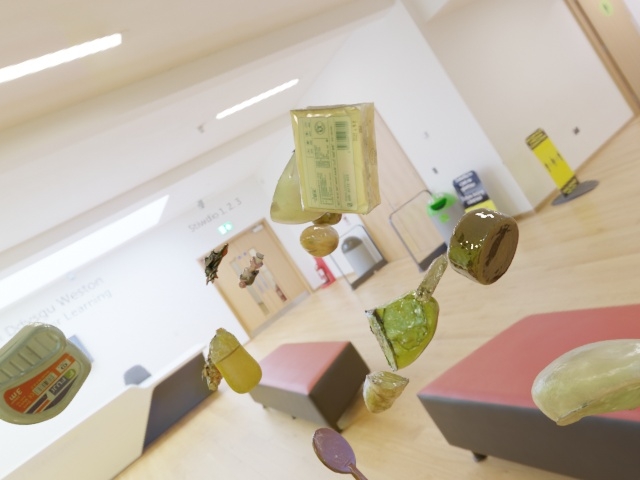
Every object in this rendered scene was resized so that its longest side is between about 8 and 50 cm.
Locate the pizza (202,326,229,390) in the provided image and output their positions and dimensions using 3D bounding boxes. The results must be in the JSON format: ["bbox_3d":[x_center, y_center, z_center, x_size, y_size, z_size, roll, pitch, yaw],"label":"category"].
[{"bbox_3d":[-0.342,0.388,1.495,0.069,0.147,0.226,3,-44,-45],"label":"pizza"}]

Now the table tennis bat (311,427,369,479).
[{"bbox_3d":[0.089,0.942,1.974,0.038,0.310,0.200,-57,-21,23],"label":"table tennis bat"}]

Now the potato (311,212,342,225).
[{"bbox_3d":[0.008,-0.151,1.932,0.157,0.193,0.157,-15,5,1],"label":"potato"}]

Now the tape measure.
[{"bbox_3d":[-0.755,0.350,1.180,0.125,0.246,0.243,1,41,42],"label":"tape measure"}]

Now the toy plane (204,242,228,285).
[{"bbox_3d":[-0.359,0.068,1.547,0.061,0.130,0.189,9,-46,-24],"label":"toy plane"}]

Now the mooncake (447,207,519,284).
[{"bbox_3d":[0.616,0.018,1.729,0.285,0.284,0.156,-34,39,-22],"label":"mooncake"}]

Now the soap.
[{"bbox_3d":[-0.212,0.304,1.118,0.089,0.168,0.033,-42,19,-20],"label":"soap"}]

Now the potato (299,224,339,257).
[{"bbox_3d":[-0.002,-0.001,1.439,0.147,0.111,0.112,6,-29,-45],"label":"potato"}]

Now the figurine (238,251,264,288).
[{"bbox_3d":[-0.228,0.103,1.521,0.129,0.054,0.072,-53,18,19],"label":"figurine"}]

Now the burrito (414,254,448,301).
[{"bbox_3d":[0.349,0.112,1.408,0.058,0.045,0.188,7,48,41],"label":"burrito"}]

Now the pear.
[{"bbox_3d":[0.320,0.308,1.605,0.256,0.238,0.164,-21,-10,-13],"label":"pear"}]

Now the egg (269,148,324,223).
[{"bbox_3d":[-0.038,-0.184,1.695,0.336,0.201,0.337,-61,-13,-23],"label":"egg"}]

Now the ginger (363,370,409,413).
[{"bbox_3d":[0.176,0.428,1.264,0.193,0.115,0.122,86,-160,-78],"label":"ginger"}]

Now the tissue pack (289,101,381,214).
[{"bbox_3d":[0.030,-0.151,0.846,0.149,0.196,0.092,7,23,30],"label":"tissue pack"}]

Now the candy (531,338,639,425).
[{"bbox_3d":[0.810,0.383,1.267,0.387,0.186,0.426,-3,-31,-6],"label":"candy"}]
